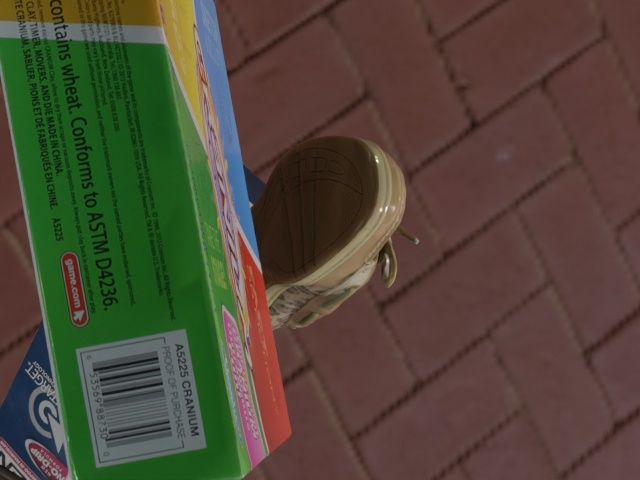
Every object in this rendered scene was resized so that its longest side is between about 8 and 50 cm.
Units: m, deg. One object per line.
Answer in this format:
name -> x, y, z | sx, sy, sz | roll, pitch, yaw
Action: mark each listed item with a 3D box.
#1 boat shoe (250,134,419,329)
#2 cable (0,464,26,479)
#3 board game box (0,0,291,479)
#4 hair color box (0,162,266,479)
boat shoe -> 0.000, 0.000, 1.373 | 0.089, 0.285, 0.105 | 9, 70, -23
cable -> -0.238, 0.122, 0.985 | 0.287, 0.139, 0.072 | 32, 86, -12
board game box -> -0.073, -0.016, 0.834 | 0.064, 0.316, 0.242 | -10, 87, 2
hair color box -> -0.172, 0.093, 1.704 | 0.174, 0.105, 0.347 | -18, 144, -52
